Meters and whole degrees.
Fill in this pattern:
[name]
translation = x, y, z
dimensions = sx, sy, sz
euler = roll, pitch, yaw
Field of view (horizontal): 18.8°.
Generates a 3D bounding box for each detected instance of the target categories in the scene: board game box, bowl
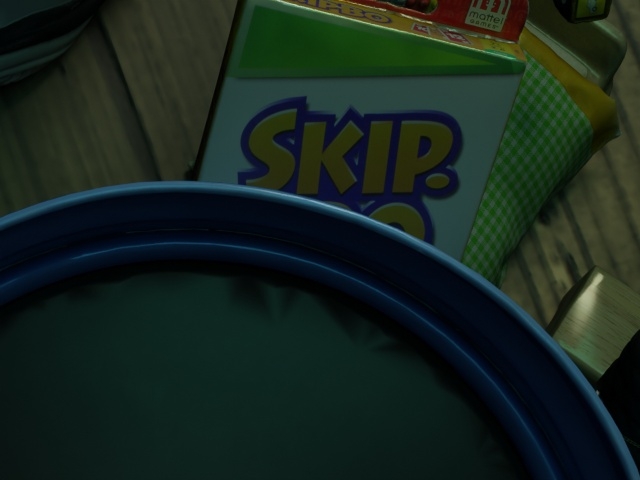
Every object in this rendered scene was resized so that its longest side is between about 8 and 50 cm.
[board game box]
translation = 0.000, 0.000, 0.854
dimensions = 0.124, 0.039, 0.259
euler = 13, 110, -10
[bowl]
translation = -0.054, 0.171, 0.790
dimensions = 0.391, 0.077, 0.391
euler = 0, 89, -6

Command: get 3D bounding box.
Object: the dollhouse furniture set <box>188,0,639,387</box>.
[dollhouse furniture set]
translation = 0.119, -0.037, 0.921
dimensions = 0.301, 0.151, 0.197
euler = 35, 67, 0

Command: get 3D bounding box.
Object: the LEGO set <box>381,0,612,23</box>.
[LEGO set]
translation = 0.044, -0.151, 0.830
dimensions = 0.182, 0.244, 0.060
euler = -33, 43, 4

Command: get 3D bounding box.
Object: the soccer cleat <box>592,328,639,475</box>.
[soccer cleat]
translation = 0.121, 0.102, 0.865
dimensions = 0.072, 0.179, 0.060
euler = 4, 49, -4

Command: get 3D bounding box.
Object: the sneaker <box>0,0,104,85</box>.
[sneaker]
translation = -0.081, -0.246, 0.909
dimensions = 0.137, 0.210, 0.366
euler = 35, 67, -1
